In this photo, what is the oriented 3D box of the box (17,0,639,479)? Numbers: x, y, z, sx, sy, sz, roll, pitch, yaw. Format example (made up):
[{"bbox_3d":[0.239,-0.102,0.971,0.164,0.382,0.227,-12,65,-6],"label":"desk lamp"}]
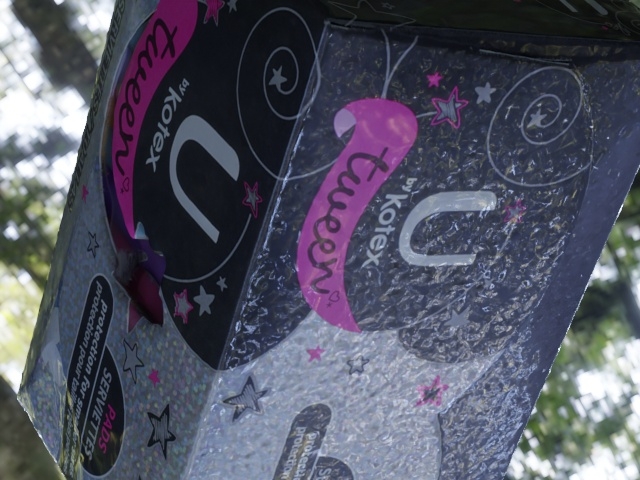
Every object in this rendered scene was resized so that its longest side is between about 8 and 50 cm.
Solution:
[{"bbox_3d":[0.000,0.000,0.620,0.163,0.247,0.142,-2,-147,-34],"label":"box"}]
